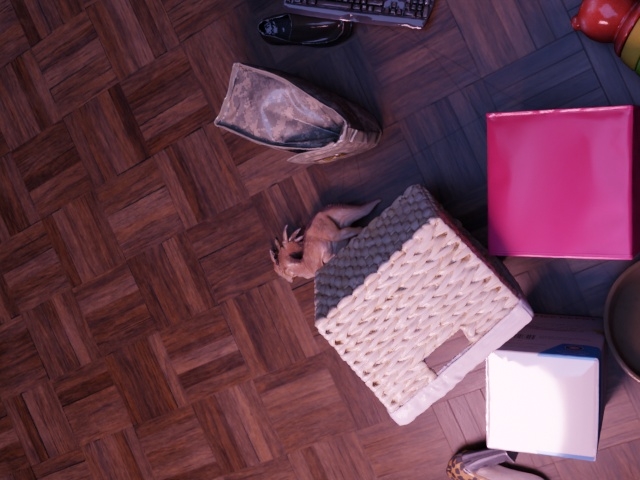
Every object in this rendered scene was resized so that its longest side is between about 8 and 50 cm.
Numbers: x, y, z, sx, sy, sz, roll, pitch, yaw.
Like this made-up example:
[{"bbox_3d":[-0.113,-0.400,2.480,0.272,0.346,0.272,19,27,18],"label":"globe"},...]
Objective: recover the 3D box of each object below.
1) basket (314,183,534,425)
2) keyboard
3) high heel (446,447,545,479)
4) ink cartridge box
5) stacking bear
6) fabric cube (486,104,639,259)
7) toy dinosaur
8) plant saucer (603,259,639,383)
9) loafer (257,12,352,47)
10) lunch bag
[{"bbox_3d":[0.177,0.108,1.574,0.328,0.331,0.266,-43,102,11],"label":"basket"},{"bbox_3d":[0.085,-0.552,1.694,0.317,0.033,0.201,10,92,11],"label":"keyboard"},{"bbox_3d":[0.396,0.555,1.769,0.186,0.093,0.261,-29,96,42],"label":"high heel"},{"bbox_3d":[0.442,0.268,1.581,0.198,0.270,0.197,2,101,23],"label":"ink cartridge box"},{"bbox_3d":[0.600,-0.368,1.473,0.289,0.164,0.175,34,110,19],"label":"stacking bear"},{"bbox_3d":[0.461,-0.112,1.507,0.254,0.259,0.258,0,98,29],"label":"fabric cube"},{"bbox_3d":[0.000,0.000,1.811,0.200,0.127,0.295,40,106,20],"label":"toy dinosaur"},{"bbox_3d":[0.668,0.158,1.530,0.278,0.041,0.277,-2,72,7],"label":"plant saucer"},{"bbox_3d":[-0.039,-0.454,1.767,0.220,0.078,0.080,-2,98,24],"label":"loafer"},{"bbox_3d":[-0.031,-0.247,1.713,0.287,0.235,0.168,23,102,19],"label":"lunch bag"}]
